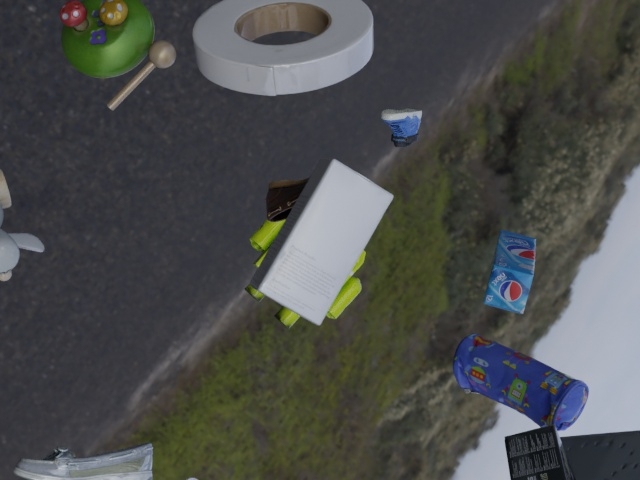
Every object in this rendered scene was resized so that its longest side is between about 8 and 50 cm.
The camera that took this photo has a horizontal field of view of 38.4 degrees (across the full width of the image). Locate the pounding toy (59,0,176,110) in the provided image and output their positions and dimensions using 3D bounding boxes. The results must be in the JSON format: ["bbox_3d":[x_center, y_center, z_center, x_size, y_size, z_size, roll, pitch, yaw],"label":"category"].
[{"bbox_3d":[-0.400,-0.392,1.722,0.183,0.237,0.110,-37,161,-5],"label":"pounding toy"}]

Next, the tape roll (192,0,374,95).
[{"bbox_3d":[-0.078,-0.434,1.957,0.392,0.391,0.072,-48,146,-40],"label":"tape roll"}]

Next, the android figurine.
[{"bbox_3d":[-0.022,0.041,1.888,0.273,0.248,0.056,-50,-171,-10],"label":"android figurine"}]

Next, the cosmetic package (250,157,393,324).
[{"bbox_3d":[0.000,0.000,1.409,0.231,0.117,0.085,-59,-165,-4],"label":"cosmetic package"}]

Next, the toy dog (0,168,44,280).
[{"bbox_3d":[-0.642,0.000,1.745,0.334,0.220,0.161,-106,-173,-57],"label":"toy dog"}]

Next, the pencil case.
[{"bbox_3d":[0.424,0.311,1.995,0.119,0.306,0.133,13,97,-46],"label":"pencil case"}]

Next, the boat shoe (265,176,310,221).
[{"bbox_3d":[-0.012,-0.071,1.592,0.073,0.207,0.073,22,67,-43],"label":"boat shoe"}]

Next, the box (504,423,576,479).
[{"bbox_3d":[0.321,0.376,1.273,0.180,0.077,0.147,-85,153,-57],"label":"box"}]

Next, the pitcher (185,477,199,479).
[{"bbox_3d":[-0.177,0.534,1.588,0.125,0.177,0.207,-170,-84,-83],"label":"pitcher"}]

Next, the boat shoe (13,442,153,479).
[{"bbox_3d":[-0.550,0.522,2.150,0.118,0.320,0.103,150,-56,-65],"label":"boat shoe"}]

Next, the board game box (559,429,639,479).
[{"bbox_3d":[0.441,0.521,1.675,0.390,0.050,0.390,-51,-173,-24],"label":"board game box"}]

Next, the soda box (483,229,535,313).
[{"bbox_3d":[0.320,0.049,1.544,0.210,0.067,0.071,-51,154,-69],"label":"soda box"}]

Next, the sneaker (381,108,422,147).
[{"bbox_3d":[0.176,-0.244,2.014,0.152,0.058,0.085,-18,117,-61],"label":"sneaker"}]
